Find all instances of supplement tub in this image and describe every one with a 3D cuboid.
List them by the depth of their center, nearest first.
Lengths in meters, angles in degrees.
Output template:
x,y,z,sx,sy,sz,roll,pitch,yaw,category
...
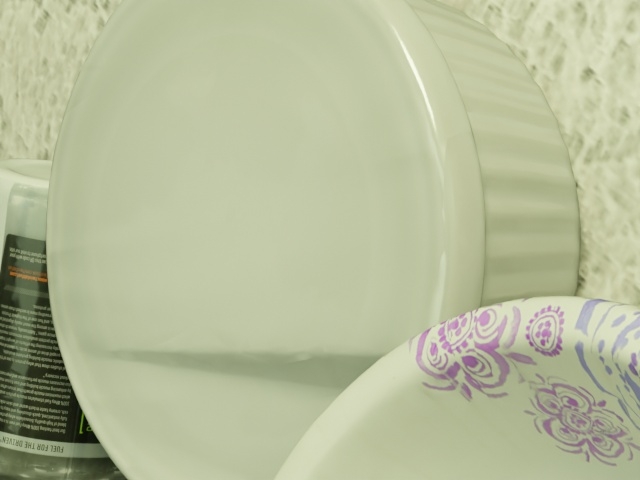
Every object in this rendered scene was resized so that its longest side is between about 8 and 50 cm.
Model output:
x,y,z,sx,sy,sz,roll,pitch,yaw,category
-0.140,0.057,1.017,0.117,0.117,0.190,17,102,43,supplement tub

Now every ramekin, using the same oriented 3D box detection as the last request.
x,y,z,sx,sy,sz,roll,pitch,yaw,category
0.000,0.000,0.871,0.273,0.127,0.273,0,90,44,ramekin

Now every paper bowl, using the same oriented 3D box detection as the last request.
x,y,z,sx,sy,sz,roll,pitch,yaw,category
0.099,0.174,0.665,0.284,0.148,0.284,-23,55,37,paper bowl
